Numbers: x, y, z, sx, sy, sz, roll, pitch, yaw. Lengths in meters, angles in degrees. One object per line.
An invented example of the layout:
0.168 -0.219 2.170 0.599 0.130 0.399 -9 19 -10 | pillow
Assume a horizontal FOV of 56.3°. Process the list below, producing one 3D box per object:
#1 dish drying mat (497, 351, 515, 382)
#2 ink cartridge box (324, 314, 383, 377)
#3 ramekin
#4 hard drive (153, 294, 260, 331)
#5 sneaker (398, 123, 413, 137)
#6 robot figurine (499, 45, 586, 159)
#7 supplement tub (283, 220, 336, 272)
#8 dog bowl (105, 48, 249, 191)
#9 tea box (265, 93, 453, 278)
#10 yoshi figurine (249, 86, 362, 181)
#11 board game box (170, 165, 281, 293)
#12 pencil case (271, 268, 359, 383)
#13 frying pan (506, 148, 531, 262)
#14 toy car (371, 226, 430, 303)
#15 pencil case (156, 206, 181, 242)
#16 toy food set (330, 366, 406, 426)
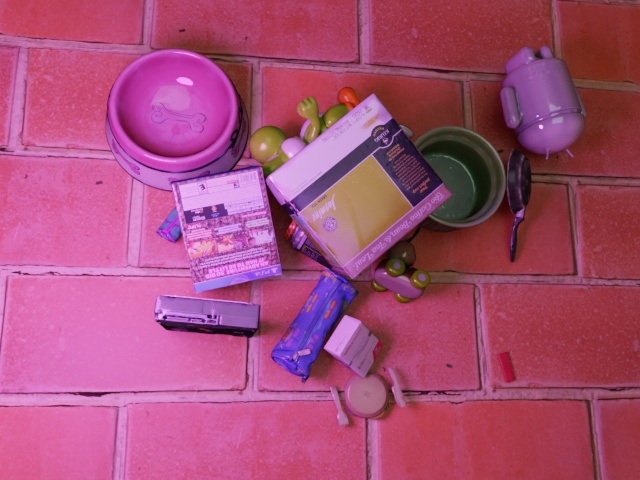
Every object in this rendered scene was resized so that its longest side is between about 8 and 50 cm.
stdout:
0.542 0.369 1.743 0.032 0.008 0.083 -12 79 -12 | dish drying mat
0.092 0.286 1.616 0.109 0.063 0.150 -56 135 -15 | ink cartridge box
0.373 -0.169 1.762 0.304 0.148 0.303 2 77 -9 | ramekin
-0.275 0.191 1.479 0.237 0.339 0.064 6 77 -7 | hard drive
0.200 -0.326 1.824 0.161 0.057 0.075 18 92 -6 | sneaker
0.683 -0.416 1.839 0.300 0.200 0.353 -11 80 -18 | robot figurine
0.000 0.000 1.681 0.191 0.117 0.117 31 75 -2 | supplement tub
-0.404 -0.351 1.677 0.409 0.150 0.407 2 77 -9 | dog bowl
0.087 -0.129 1.517 0.329 0.220 0.323 -39 95 -6 | tea box
-0.057 -0.305 1.692 0.362 0.203 0.203 -40 126 -23 | yoshi figurine
-0.251 -0.034 1.587 0.232 0.141 0.290 -12 100 -13 | board game box
-0.014 0.225 1.621 0.119 0.133 0.306 33 74 -1 | pencil case
0.582 -0.115 1.771 0.053 0.197 0.325 0 72 30 | frying pan
0.245 0.058 1.700 0.149 0.155 0.188 25 63 -3 | toy car
-0.388 -0.067 1.657 0.065 0.070 0.151 32 76 -1 | pencil case
0.128 0.430 1.652 0.192 0.038 0.132 -15 73 -7 | toy food set
